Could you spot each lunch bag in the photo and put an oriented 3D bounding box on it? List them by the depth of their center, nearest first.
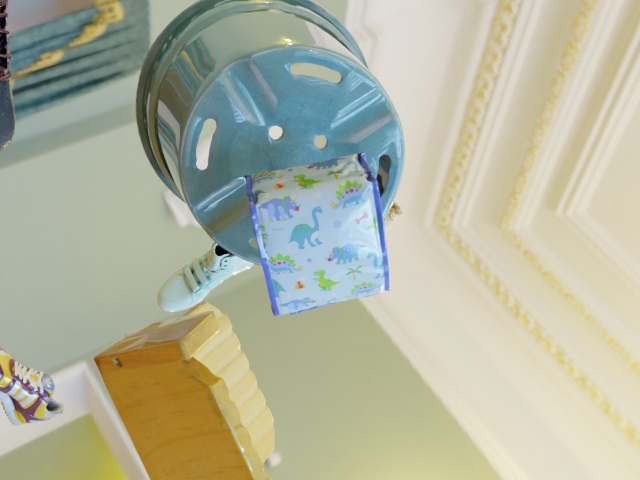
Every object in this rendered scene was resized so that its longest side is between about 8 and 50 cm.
[{"bbox_3d":[0.000,0.000,0.924,0.096,0.129,0.151,-104,-178,-62],"label":"lunch bag"}]

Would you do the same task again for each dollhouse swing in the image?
[{"bbox_3d":[-0.121,0.258,1.419,0.315,0.305,0.347,-16,-79,44],"label":"dollhouse swing"}]

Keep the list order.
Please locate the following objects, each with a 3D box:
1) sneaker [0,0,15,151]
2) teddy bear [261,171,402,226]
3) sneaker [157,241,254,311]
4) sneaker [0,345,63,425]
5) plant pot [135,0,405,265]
[{"bbox_3d":[-0.360,-0.232,0.968,0.162,0.106,0.281,-7,-71,31],"label":"sneaker"},{"bbox_3d":[-0.009,-0.080,1.621,0.113,0.245,0.338,67,-5,-36],"label":"teddy bear"},{"bbox_3d":[-0.267,0.059,2.066,0.094,0.256,0.151,55,-10,18],"label":"sneaker"},{"bbox_3d":[-0.450,0.211,1.390,0.185,0.084,0.069,80,1,-50],"label":"sneaker"},{"bbox_3d":[-0.059,-0.136,1.147,0.334,0.341,0.341,-122,-164,-70],"label":"plant pot"}]
